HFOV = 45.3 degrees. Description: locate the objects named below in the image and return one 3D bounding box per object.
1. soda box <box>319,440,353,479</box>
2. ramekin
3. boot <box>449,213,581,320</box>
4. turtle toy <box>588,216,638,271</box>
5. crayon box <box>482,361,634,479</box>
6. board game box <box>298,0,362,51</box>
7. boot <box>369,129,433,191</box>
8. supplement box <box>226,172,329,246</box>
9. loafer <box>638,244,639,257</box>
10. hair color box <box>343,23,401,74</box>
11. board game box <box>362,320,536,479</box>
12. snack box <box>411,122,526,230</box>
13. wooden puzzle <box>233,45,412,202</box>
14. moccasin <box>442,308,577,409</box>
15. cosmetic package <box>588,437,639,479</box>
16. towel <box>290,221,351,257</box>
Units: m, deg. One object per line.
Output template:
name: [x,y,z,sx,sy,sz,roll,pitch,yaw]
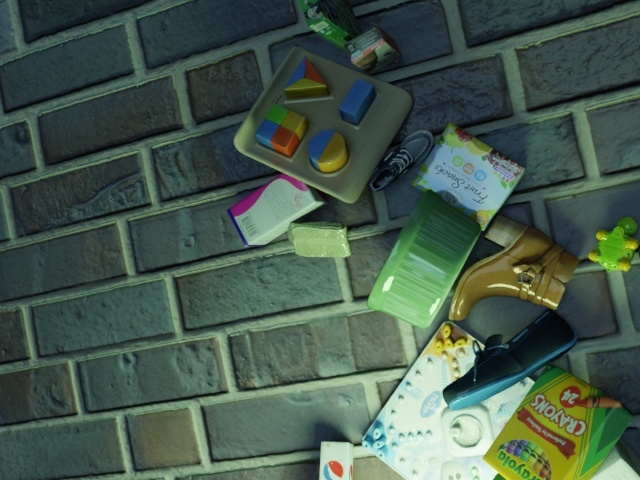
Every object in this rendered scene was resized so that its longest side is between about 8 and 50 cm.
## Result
soda box: [0.038,0.609,1.892,0.073,0.069,0.216,-2,70,13]
ramekin: [0.239,0.051,1.734,0.148,0.303,0.304,28,100,9]
boot: [0.443,0.104,1.770,0.220,0.109,0.284,31,93,13]
turtle toy: [0.661,0.009,1.697,0.095,0.066,0.130,23,97,42]
crayon box: [0.487,0.441,1.631,0.319,0.081,0.202,-54,33,-4]
board game box: [0.011,-0.563,1.786,0.046,0.317,0.214,-24,83,19]
boot: [0.196,-0.187,1.842,0.069,0.086,0.190,44,109,-7]
supplement box: [-0.106,-0.086,1.946,0.220,0.114,0.111,-31,80,19]
loafer: [0.803,0.011,1.646,0.223,0.076,0.078,-20,90,24]
hair color box: [0.126,-0.451,1.826,0.093,0.167,0.053,-29,82,18]
board game box: [0.348,0.458,1.827,0.390,0.050,0.390,36,102,15]
snack box: [0.348,-0.149,1.805,0.207,0.070,0.175,36,102,17]
wooden puzzle: [0.003,-0.298,1.862,0.347,0.080,0.322,27,76,16]
moccasin: [0.410,0.267,1.730,0.341,0.138,0.117,-23,66,-18]
cosmetic package: [0.599,0.523,1.662,0.183,0.151,0.151,-41,103,17]
towel: [0.000,0.000,1.926,0.148,0.027,0.110,1,131,17]
